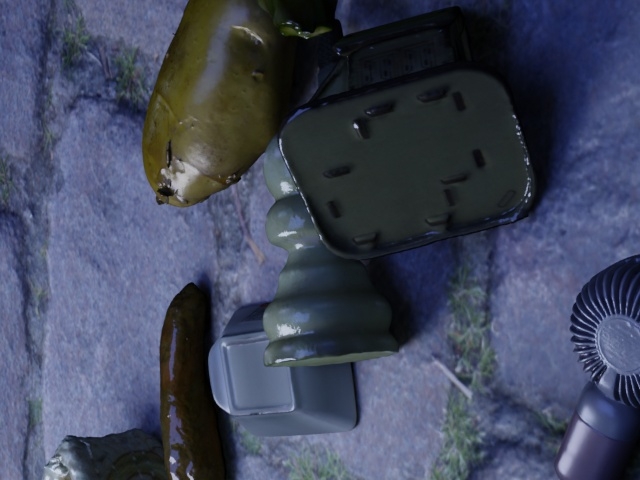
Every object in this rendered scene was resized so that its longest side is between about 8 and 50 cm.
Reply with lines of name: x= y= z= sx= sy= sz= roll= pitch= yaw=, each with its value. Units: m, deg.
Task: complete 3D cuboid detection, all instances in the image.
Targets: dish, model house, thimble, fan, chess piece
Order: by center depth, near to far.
fan: x=0.266 y=0.126 z=1.412 sx=0.130 sy=0.074 sz=0.244 roll=36 pitch=127 yaw=28
model house: x=0.080 y=-0.157 z=1.563 sx=0.279 sy=0.218 sz=0.205 roll=-92 pitch=-15 yaw=-45
chess piece: x=0.000 y=0.000 z=1.663 sx=0.144 sy=0.144 sz=0.251 roll=-14 pitch=79 yaw=50
dish: x=-0.063 y=0.148 z=1.802 sx=0.234 sy=0.064 sz=0.154 roll=-13 pitch=86 yaw=51
thimble: x=-0.264 y=0.326 z=1.997 sx=0.137 sy=0.143 sz=0.190 roll=0 pitch=95 yaw=50

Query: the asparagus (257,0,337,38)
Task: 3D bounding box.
asparagus: x=-0.032 y=-0.288 z=1.624 sx=0.343 sy=0.082 sz=0.085 roll=-105 pitch=20 yaw=-44

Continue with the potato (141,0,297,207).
potato: x=-0.107 y=-0.167 z=1.754 sx=0.173 sy=0.140 sz=0.300 roll=46 pitch=122 yaw=45

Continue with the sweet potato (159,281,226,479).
sweet potato: x=-0.158 y=0.188 z=1.919 sx=0.075 sy=0.075 sz=0.273 roll=-12 pitch=82 yaw=50
